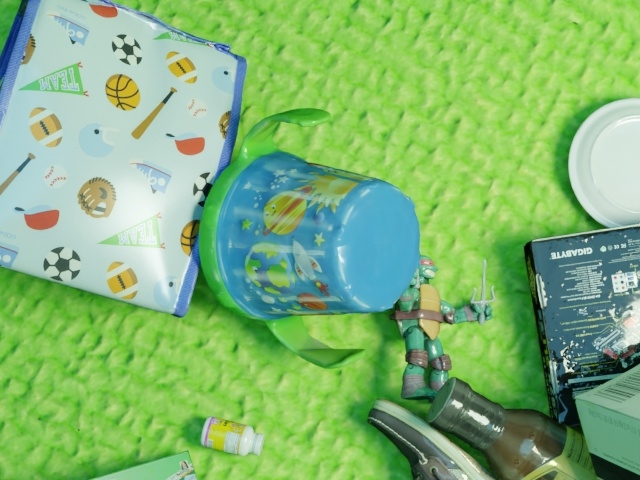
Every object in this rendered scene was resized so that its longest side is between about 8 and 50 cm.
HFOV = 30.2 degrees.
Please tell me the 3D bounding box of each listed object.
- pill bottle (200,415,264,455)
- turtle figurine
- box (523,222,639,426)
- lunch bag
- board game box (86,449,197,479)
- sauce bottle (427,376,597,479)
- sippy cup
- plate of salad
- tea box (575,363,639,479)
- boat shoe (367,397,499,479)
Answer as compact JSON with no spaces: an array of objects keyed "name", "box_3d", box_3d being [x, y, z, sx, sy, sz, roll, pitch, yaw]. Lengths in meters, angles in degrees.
[{"name":"pill bottle","box_3d":[-0.121,0.273,1.642,0.083,0.043,0.043,13,79,6]},{"name":"turtle figurine","box_3d":[0.154,0.103,1.629,0.175,0.118,0.234,8,76,-36]},{"name":"box","box_3d":[0.455,0.103,1.605,0.321,0.079,0.257,-9,87,2]},{"name":"lunch bag","box_3d":[-0.296,-0.124,1.604,0.327,0.239,0.386,17,85,-21]},{"name":"board game box","box_3d":[-0.278,0.414,1.528,0.317,0.046,0.214,-10,72,-37]},{"name":"sauce bottle","box_3d":[0.299,0.291,1.537,0.344,0.111,0.111,30,81,-3]},{"name":"sippy cup","box_3d":[0.000,0.000,1.540,0.224,0.305,0.240,5,56,43]},{"name":"plate of salad","box_3d":[0.449,-0.103,1.682,0.199,0.048,0.200,0,80,2]},{"name":"tea box","box_3d":[0.527,0.278,1.404,0.329,0.220,0.324,-24,104,-20]},{"name":"boat shoe","box_3d":[0.167,0.323,1.578,0.285,0.103,0.092,38,80,10]}]
